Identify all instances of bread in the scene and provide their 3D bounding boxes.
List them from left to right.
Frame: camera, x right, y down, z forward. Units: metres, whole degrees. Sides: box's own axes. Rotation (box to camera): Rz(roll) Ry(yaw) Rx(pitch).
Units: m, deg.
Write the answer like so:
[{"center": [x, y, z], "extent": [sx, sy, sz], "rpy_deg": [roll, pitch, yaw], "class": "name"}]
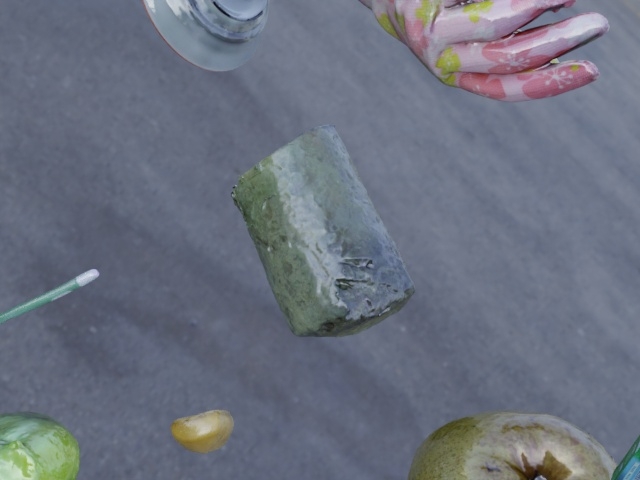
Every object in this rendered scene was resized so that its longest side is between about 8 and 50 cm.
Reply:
[{"center": [-0.161, 0.267, 1.696], "extent": [0.115, 0.082, 0.056], "rpy_deg": [86, -10, -82], "class": "bread"}]

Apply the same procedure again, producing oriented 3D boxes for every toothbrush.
[{"center": [-0.405, 0.096, 1.605], "extent": [0.024, 0.257, 0.018], "rpy_deg": [65, 6, 9], "class": "toothbrush"}]

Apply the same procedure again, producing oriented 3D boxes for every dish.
[{"center": [-0.156, -0.399, 1.897], "extent": [0.260, 0.085, 0.260], "rpy_deg": [16, 68, -43], "class": "dish"}]

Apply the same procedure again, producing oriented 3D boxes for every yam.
[{"center": [0.000, 0.000, 1.791], "extent": [0.195, 0.195, 0.300], "rpy_deg": [-1, 61, -54], "class": "yam"}]

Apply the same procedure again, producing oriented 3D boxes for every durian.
[{"center": [-0.327, 0.230, 1.288], "extent": [0.139, 0.101, 0.250], "rpy_deg": [11, -2, -20], "class": "durian"}]

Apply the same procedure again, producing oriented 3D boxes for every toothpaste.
[{"center": [0.189, 0.126, 0.708], "extent": [0.020, 0.083, 0.017], "rpy_deg": [23, 52, 8], "class": "toothpaste"}]

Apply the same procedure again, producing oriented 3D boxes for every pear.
[{"center": [0.187, 0.259, 1.166], "extent": [0.228, 0.211, 0.188], "rpy_deg": [39, 49, 17], "class": "pear"}]

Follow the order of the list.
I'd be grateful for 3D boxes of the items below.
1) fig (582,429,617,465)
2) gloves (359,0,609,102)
[{"center": [0.279, 0.360, 1.624], "extent": [0.159, 0.257, 0.159], "rpy_deg": [25, 36, -20], "class": "fig"}, {"center": [0.138, -0.190, 1.088], "extent": [0.126, 0.145, 0.241], "rpy_deg": [-33, 53, -18], "class": "gloves"}]
